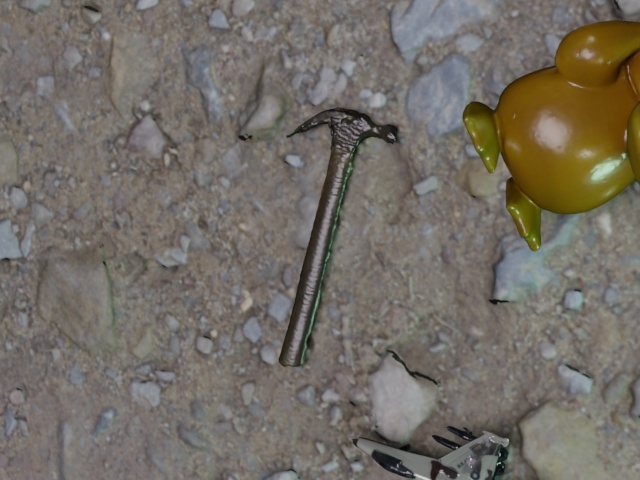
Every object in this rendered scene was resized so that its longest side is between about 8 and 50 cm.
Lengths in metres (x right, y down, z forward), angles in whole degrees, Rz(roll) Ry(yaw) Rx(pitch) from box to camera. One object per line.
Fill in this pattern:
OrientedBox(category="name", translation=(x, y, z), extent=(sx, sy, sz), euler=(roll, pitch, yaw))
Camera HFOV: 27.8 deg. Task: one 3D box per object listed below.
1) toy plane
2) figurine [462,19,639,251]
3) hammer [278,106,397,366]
OrientedBox(category="toy plane", translation=(0.138, 0.254, 1.362), extent=(0.234, 0.082, 0.160), euler=(29, 118, 36))
OrientedBox(category="figurine", translation=(0.267, -0.111, 1.205), extent=(0.228, 0.215, 0.215), euler=(-7, 92, 38))
OrientedBox(category="hammer", translation=(0.000, 0.000, 1.426), extent=(0.125, 0.027, 0.297), euler=(17, 103, 23))
